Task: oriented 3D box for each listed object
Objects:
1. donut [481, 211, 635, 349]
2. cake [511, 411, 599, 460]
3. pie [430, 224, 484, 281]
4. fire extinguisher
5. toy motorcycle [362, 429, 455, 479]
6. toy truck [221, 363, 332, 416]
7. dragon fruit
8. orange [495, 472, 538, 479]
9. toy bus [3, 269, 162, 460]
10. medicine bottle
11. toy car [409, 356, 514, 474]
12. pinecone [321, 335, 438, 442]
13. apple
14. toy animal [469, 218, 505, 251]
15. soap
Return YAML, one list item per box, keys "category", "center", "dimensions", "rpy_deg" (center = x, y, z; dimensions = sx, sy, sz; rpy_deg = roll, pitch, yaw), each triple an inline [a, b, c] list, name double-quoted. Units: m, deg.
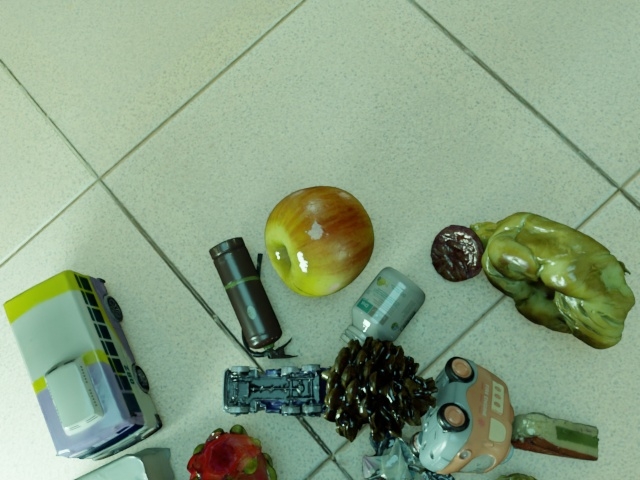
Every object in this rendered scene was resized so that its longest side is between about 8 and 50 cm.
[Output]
- category: "donut"
  center: [0.537, 0.094, 1.553]
  dimensions: [0.360, 0.360, 0.170]
  rpy_deg: [36, 78, 13]
- category: "cake"
  center: [0.548, 0.455, 1.586]
  dimensions: [0.220, 0.117, 0.086]
  rpy_deg: [7, 72, 10]
- category: "pie"
  center: [0.344, 0.034, 1.711]
  dimensions: [0.154, 0.036, 0.154]
  rpy_deg: [12, 110, 36]
- category: "fire extinguisher"
  center: [-0.167, 0.159, 1.755]
  dimensions: [0.141, 0.105, 0.341]
  rpy_deg: [-22, 82, -16]
- category: "toy motorcycle"
  center: [0.179, 0.576, 1.615]
  dimensions: [0.239, 0.108, 0.204]
  rpy_deg: [33, 78, 38]
- category: "toy truck"
  center: [-0.096, 0.369, 1.672]
  dimensions: [0.268, 0.155, 0.124]
  rpy_deg: [-2, 77, 10]
- category: "dragon fruit"
  center: [-0.234, 0.602, 1.602]
  dimensions: [0.307, 0.227, 0.243]
  rpy_deg: [-41, 113, -9]
- category: "orange"
  center: [0.453, 0.611, 1.556]
  dimensions: [0.156, 0.134, 0.157]
  rpy_deg: [1, 77, -5]
- category: "toy bus"
  center: [-0.589, 0.313, 1.695]
  dimensions: [0.209, 0.249, 0.440]
  rpy_deg: [-27, 75, 1]
- category: "medicine bottle"
  center: [0.149, 0.184, 1.688]
  dimensions: [0.135, 0.135, 0.215]
  rpy_deg: [37, 84, 14]
- category: "toy car"
  center: [0.343, 0.416, 1.566]
  dimensions: [0.212, 0.180, 0.270]
  rpy_deg: [23, 47, -3]
- category: "pinecone"
  center: [0.120, 0.335, 1.517]
  dimensions: [0.257, 0.243, 0.243]
  rpy_deg: [8, 75, 51]
- category: "apple"
  center: [0.000, 0.000, 1.680]
  dimensions: [0.233, 0.286, 0.286]
  rpy_deg: [-24, 73, -29]
- category: "toy animal"
  center: [0.460, -0.021, 1.739]
  dimensions: [0.159, 0.083, 0.070]
  rpy_deg: [-20, 48, -8]
- category: "soap"
  center: [-0.490, 0.673, 1.654]
  dimensions: [0.302, 0.159, 0.258]
  rpy_deg: [-25, 78, 3]
